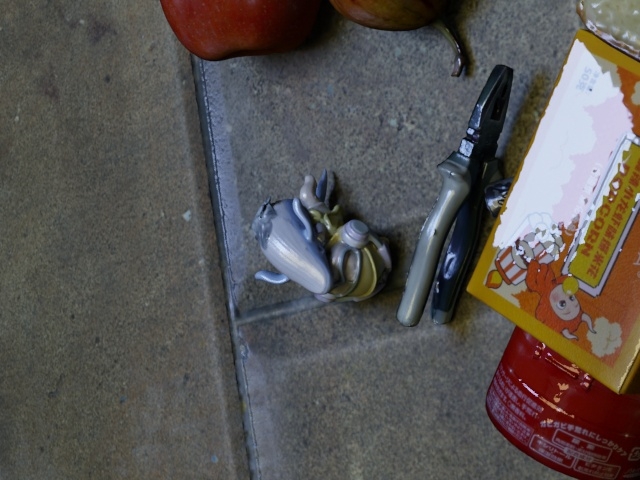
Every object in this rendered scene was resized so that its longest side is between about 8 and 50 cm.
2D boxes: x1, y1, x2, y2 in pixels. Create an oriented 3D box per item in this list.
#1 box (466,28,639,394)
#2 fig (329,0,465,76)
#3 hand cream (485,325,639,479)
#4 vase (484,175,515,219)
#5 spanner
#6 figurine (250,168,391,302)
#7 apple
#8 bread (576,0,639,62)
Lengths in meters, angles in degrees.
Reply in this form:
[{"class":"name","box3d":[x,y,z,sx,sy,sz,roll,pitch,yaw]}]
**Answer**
[{"class":"box","box3d":[0.337,-0.025,1.288,0.214,0.259,0.283,33,111,36]},{"class":"fig","box3d":[0.100,-0.318,1.601,0.202,0.148,0.149,17,144,7]},{"class":"hand cream","box3d":[0.276,0.154,1.387,0.193,0.193,0.125,38,115,36]},{"class":"vase","box3d":[0.264,-0.072,1.491,0.167,0.059,0.059,-29,70,38]},{"class":"spanner","box3d":[0.164,-0.049,1.558,0.040,0.096,0.325,29,109,39]},{"class":"figurine","box3d":[0.000,0.000,1.688,0.208,0.184,0.128,-90,24,-56]},{"class":"apple","box3d":[-0.107,-0.339,1.731,0.218,0.218,0.201,-3,95,43]},{"class":"bread","box3d":[0.437,-0.236,1.152,0.324,0.333,0.143,32,140,39]}]
